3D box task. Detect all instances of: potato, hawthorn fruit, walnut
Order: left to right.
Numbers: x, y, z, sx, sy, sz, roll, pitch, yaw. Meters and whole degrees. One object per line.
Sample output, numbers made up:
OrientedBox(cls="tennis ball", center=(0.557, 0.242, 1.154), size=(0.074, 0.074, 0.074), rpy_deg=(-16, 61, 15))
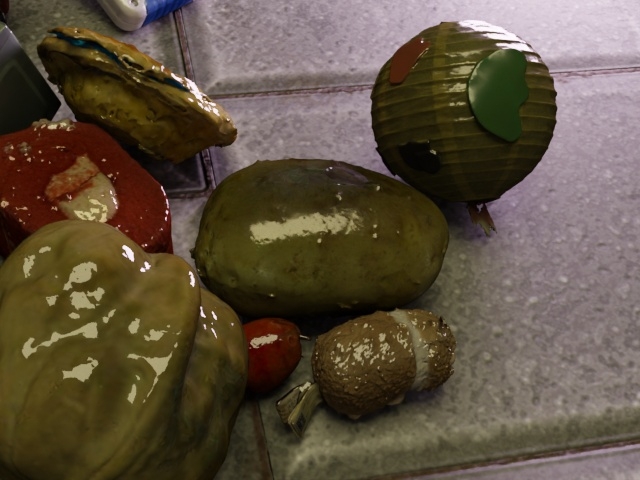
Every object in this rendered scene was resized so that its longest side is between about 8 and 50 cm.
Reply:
OrientedBox(cls="walnut", center=(-0.214, 0.134, 1.034), size=(0.282, 0.253, 0.277), rpy_deg=(19, 57, -7))
OrientedBox(cls="hawthorn fruit", center=(-0.059, 0.125, 1.182), size=(0.093, 0.081, 0.081), rpy_deg=(-34, 58, -8))
OrientedBox(cls="potato", center=(0.000, 0.000, 1.242), size=(0.307, 0.173, 0.210), rpy_deg=(4, 33, -5))

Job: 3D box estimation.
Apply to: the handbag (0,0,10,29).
OrientedBox(cls="handbag", center=(-0.541, -0.493, 1.523), size=(0.122, 0.303, 0.329), rpy_deg=(-21, 54, -20))

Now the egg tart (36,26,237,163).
OrientedBox(cls="egg tart", center=(-0.242, -0.171, 1.338), size=(0.291, 0.291, 0.107), rpy_deg=(23, 84, 13))

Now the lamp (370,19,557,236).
OrientedBox(cls="lamp", center=(0.191, -0.144, 1.375), size=(0.250, 0.250, 0.284), rpy_deg=(-9, 90, -14))

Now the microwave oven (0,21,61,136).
OrientedBox(cls="microwave oven", center=(-0.520, -0.197, 1.306), size=(0.295, 0.237, 0.181), rpy_deg=(23, 73, 13))

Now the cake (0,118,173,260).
OrientedBox(cls="cake", center=(-0.287, -0.028, 1.249), size=(0.283, 0.151, 0.177), rpy_deg=(36, 58, 28))

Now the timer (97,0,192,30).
OrientedBox(cls="timer", center=(-0.306, -0.463, 1.618), size=(0.178, 0.078, 0.253), rpy_deg=(-37, 88, -33))

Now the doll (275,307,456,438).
OrientedBox(cls="doll", center=(0.048, 0.140, 1.177), size=(0.221, 0.115, 0.105), rpy_deg=(-18, 53, -12))
